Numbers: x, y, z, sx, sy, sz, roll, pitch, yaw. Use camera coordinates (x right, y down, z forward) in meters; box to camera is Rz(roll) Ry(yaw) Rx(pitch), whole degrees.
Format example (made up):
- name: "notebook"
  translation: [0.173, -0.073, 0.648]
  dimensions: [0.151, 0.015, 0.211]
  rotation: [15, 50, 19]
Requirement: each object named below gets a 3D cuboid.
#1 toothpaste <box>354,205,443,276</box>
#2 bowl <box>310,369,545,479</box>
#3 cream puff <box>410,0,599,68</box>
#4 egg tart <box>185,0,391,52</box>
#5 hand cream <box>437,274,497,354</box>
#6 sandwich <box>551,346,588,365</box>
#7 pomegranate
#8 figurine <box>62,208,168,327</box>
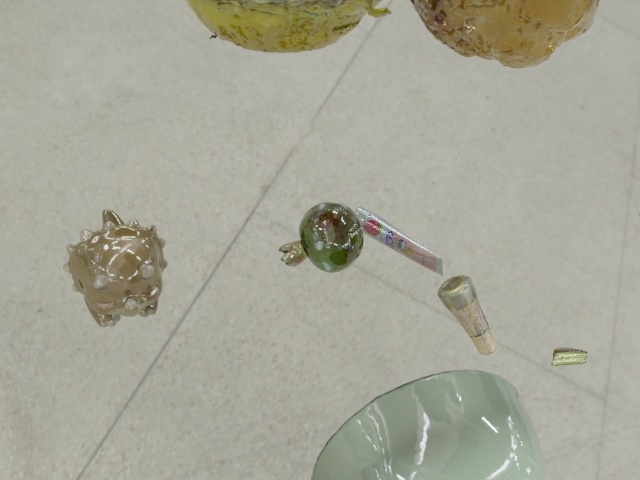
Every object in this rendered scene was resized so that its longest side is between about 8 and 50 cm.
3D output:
- name: "toothpaste"
  translation: [0.141, 0.001, 1.365]
  dimensions: [0.194, 0.067, 0.043]
  rotation: [33, 71, 23]
- name: "bowl"
  translation: [0.178, 0.374, 1.071]
  dimensions: [0.354, 0.354, 0.185]
  rotation: [0, 36, -23]
- name: "cream puff"
  translation: [0.202, -0.362, 0.805]
  dimensions: [0.231, 0.343, 0.327]
  rotation: [13, 33, 20]
- name: "egg tart"
  translation: [-0.054, -0.374, 1.034]
  dimensions: [0.388, 0.169, 0.388]
  rotation: [1, 40, -1]
- name: "hand cream"
  translation: [0.346, 0.178, 1.717]
  dimensions: [0.084, 0.084, 0.203]
  rotation: [-48, 114, -42]
- name: "sandwich"
  translation: [0.471, 0.223, 1.451]
  dimensions: [0.083, 0.044, 0.031]
  rotation: [3, 94, -21]
- name: "pomegranate"
  translation: [0.000, 0.000, 1.197]
  dimensions: [0.114, 0.142, 0.114]
  rotation: [53, 24, -36]
- name: "figurine"
  translation: [-0.364, 0.027, 1.351]
  dimensions: [0.177, 0.173, 0.247]
  rotation: [1, 44, -5]
